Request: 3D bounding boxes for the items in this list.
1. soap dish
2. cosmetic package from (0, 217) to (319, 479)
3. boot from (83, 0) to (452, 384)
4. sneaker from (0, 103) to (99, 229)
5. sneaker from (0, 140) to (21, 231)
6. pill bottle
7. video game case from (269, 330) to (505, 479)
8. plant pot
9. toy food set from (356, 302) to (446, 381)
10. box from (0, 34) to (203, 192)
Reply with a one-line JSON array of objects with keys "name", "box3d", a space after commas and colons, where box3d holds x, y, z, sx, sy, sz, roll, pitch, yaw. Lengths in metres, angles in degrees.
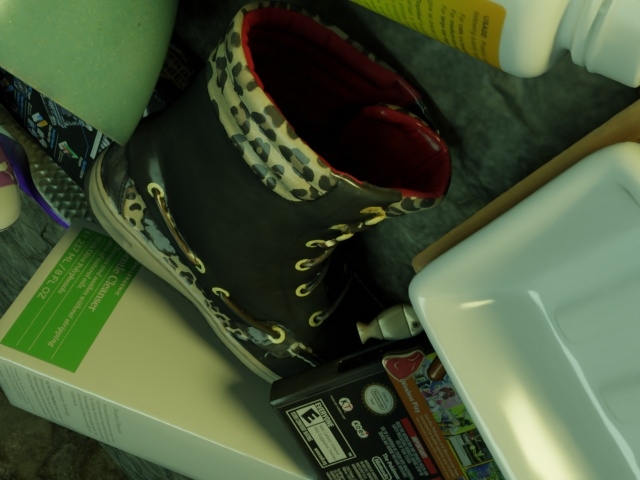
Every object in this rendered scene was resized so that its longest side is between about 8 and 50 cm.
[{"name": "soap dish", "box3d": [0.200, 0.087, 0.396, 0.290, 0.118, 0.229, 62, 146, 11]}, {"name": "cosmetic package", "box3d": [-0.151, 0.143, 0.778, 0.366, 0.197, 0.155, 19, 143, 5]}, {"name": "boot", "box3d": [0.000, 0.000, 0.579, 0.377, 0.138, 0.284, 43, 143, -12]}, {"name": "sneaker", "box3d": [-0.373, -0.102, 0.936, 0.293, 0.102, 0.146, 47, 149, 11]}, {"name": "sneaker", "box3d": [-0.406, -0.138, 0.765, 0.161, 0.102, 0.282, -4, 114, 46]}, {"name": "pill bottle", "box3d": [0.074, -0.156, 0.333, 0.215, 0.117, 0.117, 32, 146, 20]}, {"name": "video game case", "box3d": [0.127, 0.192, 0.616, 0.248, 0.035, 0.275, -22, 116, 14]}, {"name": "plant pot", "box3d": [-0.206, -0.225, 0.465, 0.290, 0.195, 0.290, 33, 177, 2]}, {"name": "toy food set", "box3d": [0.096, 0.076, 0.526, 0.122, 0.019, 0.078, -24, 100, 13]}, {"name": "box", "box3d": [-0.274, -0.187, 0.742, 0.293, 0.073, 0.295, 45, 148, -2]}]
